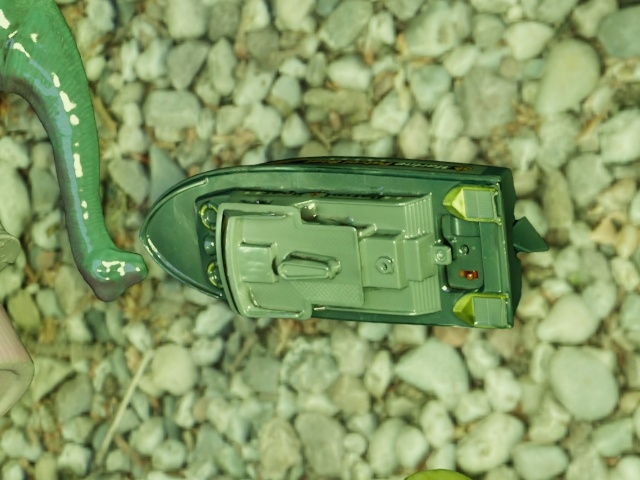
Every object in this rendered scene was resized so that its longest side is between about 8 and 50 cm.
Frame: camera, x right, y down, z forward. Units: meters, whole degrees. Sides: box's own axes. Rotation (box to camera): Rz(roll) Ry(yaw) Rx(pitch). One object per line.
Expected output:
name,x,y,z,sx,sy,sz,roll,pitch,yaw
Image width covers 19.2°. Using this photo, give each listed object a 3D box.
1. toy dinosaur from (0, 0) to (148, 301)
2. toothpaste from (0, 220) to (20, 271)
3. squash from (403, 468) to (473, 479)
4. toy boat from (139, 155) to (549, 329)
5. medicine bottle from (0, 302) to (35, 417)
toy dinosaur,-0.307,-0.131,1.448,0.383,0.129,0.331,4,87,9
toothpaste,-0.337,-0.095,1.504,0.114,0.073,0.299,-37,68,3
squash,0.132,0.260,1.269,0.083,0.083,0.250,-42,74,13
toy boat,0.000,0.001,1.326,0.296,0.122,0.114,2,109,25
medicine bottle,-0.385,-0.016,1.359,0.219,0.219,0.388,-39,77,14
